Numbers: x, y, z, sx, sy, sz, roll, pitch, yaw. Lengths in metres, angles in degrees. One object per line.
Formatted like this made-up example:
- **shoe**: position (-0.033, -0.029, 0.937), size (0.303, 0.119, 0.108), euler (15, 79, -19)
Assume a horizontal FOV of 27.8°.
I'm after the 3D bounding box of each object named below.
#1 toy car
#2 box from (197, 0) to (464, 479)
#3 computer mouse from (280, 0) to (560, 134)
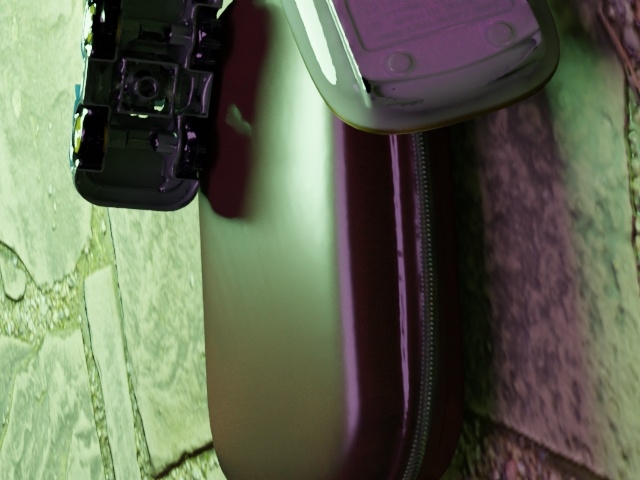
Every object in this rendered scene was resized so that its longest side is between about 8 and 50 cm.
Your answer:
- **toy car**: position (-0.137, -0.124, 0.987), size (0.100, 0.097, 0.191), euler (-143, 59, -67)
- **box**: position (0.000, 0.000, 0.947), size (0.263, 0.108, 0.404), euler (-12, 79, 58)
- **computer mouse**: position (0.044, -0.198, 0.834), size (0.072, 0.158, 0.310), euler (80, 172, -63)
